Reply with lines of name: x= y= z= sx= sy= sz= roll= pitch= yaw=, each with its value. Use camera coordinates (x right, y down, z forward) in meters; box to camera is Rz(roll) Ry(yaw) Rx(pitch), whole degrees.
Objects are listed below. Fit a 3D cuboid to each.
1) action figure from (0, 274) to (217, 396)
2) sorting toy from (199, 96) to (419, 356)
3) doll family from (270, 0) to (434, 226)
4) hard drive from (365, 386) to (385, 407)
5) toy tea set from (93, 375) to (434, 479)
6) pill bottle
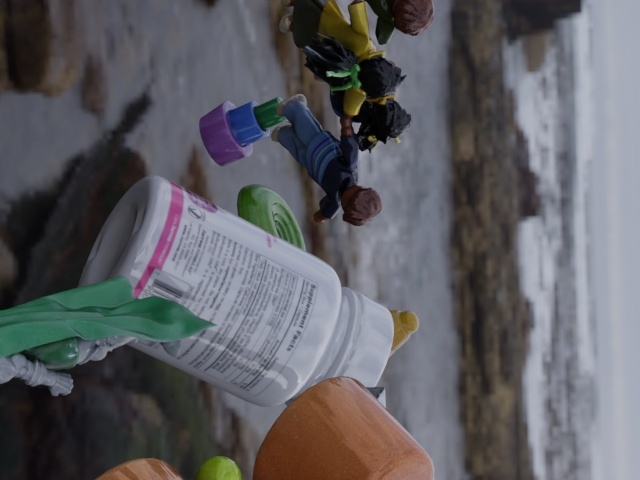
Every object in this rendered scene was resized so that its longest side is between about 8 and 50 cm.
action figure: x=-0.203 y=0.074 z=1.043 sx=0.232 sy=0.137 sz=0.063 roll=-9 pitch=103 yaw=-46
sorting toy: x=0.000 y=0.000 z=1.655 sx=0.365 sy=0.126 sz=0.127 roll=65 pitch=18 yaw=-11
doll family: x=0.020 y=-0.094 z=0.931 sx=0.111 sy=0.076 sz=0.193 roll=47 pitch=-30 yaw=38
hard drive: x=0.031 y=0.176 z=1.042 sx=0.094 sy=0.022 sz=0.135 roll=-30 pitch=118 yaw=-78
toy tea set: x=-0.103 y=0.161 z=0.670 sx=0.336 sy=0.124 sz=0.200 roll=-16 pitch=128 yaw=-41
pill bottle: x=-0.081 y=0.066 z=1.466 sx=0.160 sy=0.283 sz=0.160 roll=-48 pitch=-155 yaw=31
